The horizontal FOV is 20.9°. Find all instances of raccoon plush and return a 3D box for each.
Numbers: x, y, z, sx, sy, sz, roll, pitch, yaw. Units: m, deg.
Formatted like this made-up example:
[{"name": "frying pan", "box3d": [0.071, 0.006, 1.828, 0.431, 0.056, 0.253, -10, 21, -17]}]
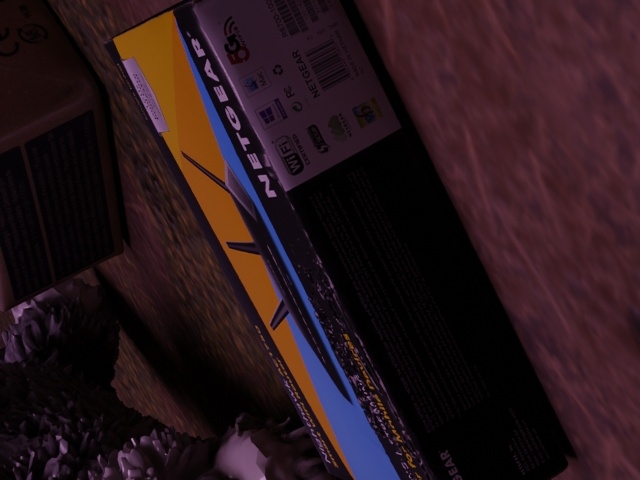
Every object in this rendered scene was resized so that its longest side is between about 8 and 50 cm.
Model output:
[{"name": "raccoon plush", "box3d": [-0.097, 0.107, 0.971, 0.216, 0.299, 0.446, 54, -155, -38]}]

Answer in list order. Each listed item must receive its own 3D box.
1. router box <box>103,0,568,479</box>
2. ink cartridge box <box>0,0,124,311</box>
[{"name": "router box", "box3d": [0.000, 0.000, 0.567, 0.178, 0.046, 0.133, 63, 165, -9]}, {"name": "ink cartridge box", "box3d": [-0.208, -0.102, 0.977, 0.234, 0.088, 0.193, 54, 162, 21]}]
